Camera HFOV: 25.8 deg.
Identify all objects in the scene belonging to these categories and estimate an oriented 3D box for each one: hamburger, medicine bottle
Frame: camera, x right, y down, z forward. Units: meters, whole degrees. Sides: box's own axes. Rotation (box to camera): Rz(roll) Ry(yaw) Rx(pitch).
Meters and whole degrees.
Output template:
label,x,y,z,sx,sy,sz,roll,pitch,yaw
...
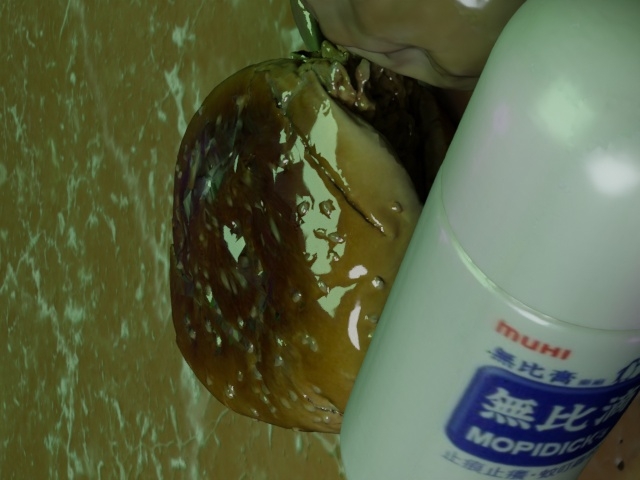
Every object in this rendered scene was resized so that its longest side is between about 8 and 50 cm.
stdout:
label,x,y,z,sx,sy,sz,roll,pitch,yaw
hamburger,0.000,0.000,0.899,0.243,0.146,0.286,61,137,31
medicine bottle,0.104,0.018,0.646,0.341,0.130,0.130,108,149,-50

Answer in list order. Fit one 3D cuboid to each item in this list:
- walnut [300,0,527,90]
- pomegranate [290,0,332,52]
label,x,y,z,sx,sy,sz,roll,pitch,yaw
walnut,0.061,-0.207,0.704,0.273,0.227,0.273,-2,87,55
pomegranate,-0.029,-0.229,0.940,0.225,0.187,0.187,59,146,-1
